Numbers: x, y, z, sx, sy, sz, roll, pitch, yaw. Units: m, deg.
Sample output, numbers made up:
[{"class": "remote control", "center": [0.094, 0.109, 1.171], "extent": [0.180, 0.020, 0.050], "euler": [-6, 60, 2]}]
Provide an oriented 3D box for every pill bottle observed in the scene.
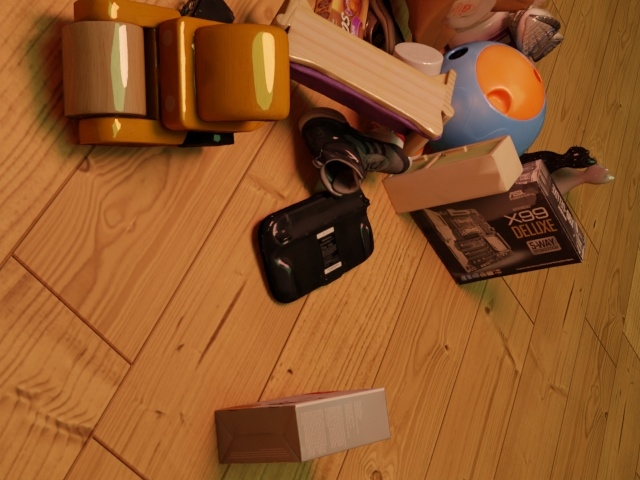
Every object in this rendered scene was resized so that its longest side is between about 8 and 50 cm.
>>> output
[{"class": "pill bottle", "center": [0.175, -0.282, 1.762], "extent": [0.121, 0.121, 0.221], "euler": [-38, 148, -48]}, {"class": "pill bottle", "center": [0.445, -0.424, 2.164], "extent": [0.301, 0.169, 0.169], "euler": [60, 43, -22]}]

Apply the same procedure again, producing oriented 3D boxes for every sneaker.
[{"class": "sneaker", "center": [0.075, -0.147, 1.666], "extent": [0.268, 0.101, 0.153], "euler": [19, 48, -34]}, {"class": "sneaker", "center": [0.481, -0.494, 1.996], "extent": [0.129, 0.111, 0.297], "euler": [53, 15, 8]}]

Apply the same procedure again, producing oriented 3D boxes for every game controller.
[{"class": "game controller", "center": [0.000, 0.000, 1.624], "extent": [0.319, 0.067, 0.166], "euler": [-26, 116, -50]}]

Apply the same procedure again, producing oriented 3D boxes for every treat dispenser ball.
[{"class": "treat dispenser ball", "center": [0.361, -0.303, 1.938], "extent": [0.288, 0.288, 0.288], "euler": [15, 70, -48]}]

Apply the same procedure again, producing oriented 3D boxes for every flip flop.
[{"class": "flip flop", "center": [0.122, -0.461, 1.856], "extent": [0.112, 0.080, 0.277], "euler": [28, 43, -66]}]

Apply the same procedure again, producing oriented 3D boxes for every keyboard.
[{"class": "keyboard", "center": [-0.210, -0.363, 1.474], "extent": [0.108, 0.023, 0.180], "euler": [49, 46, -40]}]

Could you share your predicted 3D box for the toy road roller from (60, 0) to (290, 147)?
[{"class": "toy road roller", "center": [-0.193, -0.246, 1.274], "extent": [0.329, 0.240, 0.203], "euler": [-5, 95, -49]}]

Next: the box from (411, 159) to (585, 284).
[{"class": "box", "center": [0.392, -0.033, 1.897], "extent": [0.242, 0.307, 0.076], "euler": [53, 42, -29]}]

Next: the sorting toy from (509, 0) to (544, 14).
[{"class": "sorting toy", "center": [0.512, -0.649, 2.242], "extent": [0.089, 0.255, 0.257], "euler": [49, 46, -11]}]

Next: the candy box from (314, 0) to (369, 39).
[{"class": "candy box", "center": [0.038, -0.441, 1.766], "extent": [0.109, 0.053, 0.187], "euler": [33, 56, -42]}]

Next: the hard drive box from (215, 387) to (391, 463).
[{"class": "hard drive box", "center": [-0.026, 0.303, 1.415], "extent": [0.232, 0.181, 0.089], "euler": [3, 78, -51]}]

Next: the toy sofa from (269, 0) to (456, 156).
[{"class": "toy sofa", "center": [0.056, -0.284, 1.561], "extent": [0.362, 0.150, 0.177], "euler": [25, 55, -15]}]

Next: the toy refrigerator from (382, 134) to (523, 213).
[{"class": "toy refrigerator", "center": [0.273, -0.140, 1.809], "extent": [0.102, 0.269, 0.094], "euler": [-44, 114, -45]}]

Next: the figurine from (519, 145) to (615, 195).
[{"class": "figurine", "center": [0.673, -0.187, 2.351], "extent": [0.215, 0.209, 0.092], "euler": [23, 64, -46]}]

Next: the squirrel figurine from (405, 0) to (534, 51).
[{"class": "squirrel figurine", "center": [0.218, -0.641, 1.808], "extent": [0.370, 0.281, 0.397], "euler": [66, 14, 23]}]
